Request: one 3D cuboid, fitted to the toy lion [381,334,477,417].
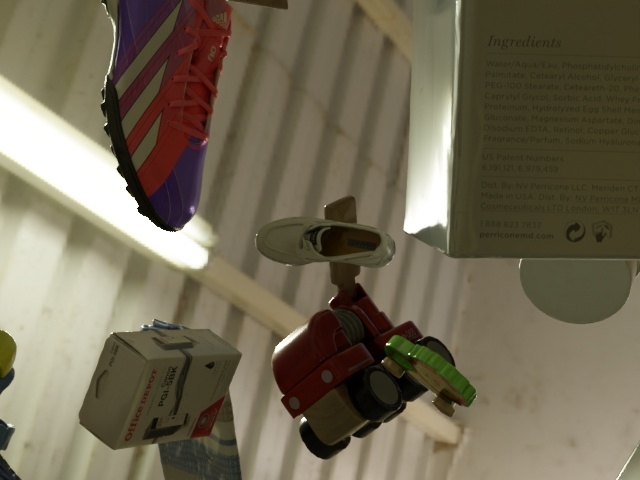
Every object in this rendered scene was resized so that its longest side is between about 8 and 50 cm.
[{"bbox_3d":[0.101,0.120,1.059,0.034,0.100,0.096,-49,-21,-13],"label":"toy lion"}]

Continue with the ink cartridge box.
[{"bbox_3d":[-0.152,0.141,1.101,0.135,0.056,0.099,2,-66,-54],"label":"ink cartridge box"}]

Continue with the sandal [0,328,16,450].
[{"bbox_3d":[-0.455,0.234,1.280,0.317,0.126,0.138,-35,-53,-33],"label":"sandal"}]

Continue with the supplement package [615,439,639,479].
[{"bbox_3d":[0.214,0.198,0.500,0.177,0.175,0.293,26,-81,-14],"label":"supplement package"}]

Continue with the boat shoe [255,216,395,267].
[{"bbox_3d":[0.000,0.000,0.785,0.035,0.100,0.035,43,-124,-68],"label":"boat shoe"}]

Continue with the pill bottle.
[{"bbox_3d":[0.262,-0.023,1.108,0.221,0.121,0.121,-57,-43,-52],"label":"pill bottle"}]

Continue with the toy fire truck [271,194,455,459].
[{"bbox_3d":[0.029,0.095,1.355,0.246,0.158,0.217,55,-148,11],"label":"toy fire truck"}]

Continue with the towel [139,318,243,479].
[{"bbox_3d":[-0.166,0.251,1.492,0.034,0.209,0.285,-12,-80,-32],"label":"towel"}]

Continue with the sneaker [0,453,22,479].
[{"bbox_3d":[-0.237,0.107,0.702,0.221,0.083,0.087,53,-151,-9],"label":"sneaker"}]

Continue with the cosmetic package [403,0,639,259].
[{"bbox_3d":[0.126,-0.108,0.642,0.224,0.138,0.225,-111,22,-86],"label":"cosmetic package"}]

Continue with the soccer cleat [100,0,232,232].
[{"bbox_3d":[-0.133,-0.168,1.065,0.108,0.116,0.318,28,-127,-67],"label":"soccer cleat"}]

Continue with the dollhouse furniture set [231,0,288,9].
[{"bbox_3d":[-0.138,-0.331,1.374,0.123,0.151,0.144,0,-99,-39],"label":"dollhouse furniture set"}]
